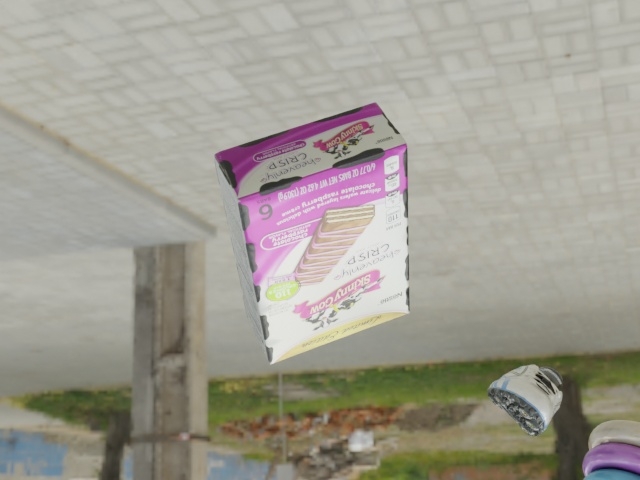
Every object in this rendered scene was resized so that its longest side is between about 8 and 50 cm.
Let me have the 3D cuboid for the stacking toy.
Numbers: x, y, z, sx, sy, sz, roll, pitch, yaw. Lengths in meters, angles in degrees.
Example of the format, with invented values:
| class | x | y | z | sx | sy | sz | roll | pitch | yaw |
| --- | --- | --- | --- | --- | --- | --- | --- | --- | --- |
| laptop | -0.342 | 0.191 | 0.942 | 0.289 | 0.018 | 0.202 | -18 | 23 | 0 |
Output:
| class | x | y | z | sx | sy | sz | roll | pitch | yaw |
| --- | --- | --- | --- | --- | --- | --- | --- | --- | --- |
| stacking toy | 0.356 | 0.393 | 1.186 | 0.141 | 0.330 | 0.141 | 23 | 149 | 14 |

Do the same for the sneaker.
| class | x | y | z | sx | sy | sz | roll | pitch | yaw |
| --- | --- | --- | --- | --- | --- | --- | --- | --- | --- |
| sneaker | 0.264 | 0.191 | 1.202 | 0.086 | 0.085 | 0.237 | -47 | 167 | 2 |

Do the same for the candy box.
| class | x | y | z | sx | sy | sz | roll | pitch | yaw |
| --- | --- | --- | --- | --- | --- | --- | --- | --- | --- |
| candy box | 0.000 | 0.000 | 0.906 | 0.159 | 0.071 | 0.233 | -20 | 138 | -11 |
